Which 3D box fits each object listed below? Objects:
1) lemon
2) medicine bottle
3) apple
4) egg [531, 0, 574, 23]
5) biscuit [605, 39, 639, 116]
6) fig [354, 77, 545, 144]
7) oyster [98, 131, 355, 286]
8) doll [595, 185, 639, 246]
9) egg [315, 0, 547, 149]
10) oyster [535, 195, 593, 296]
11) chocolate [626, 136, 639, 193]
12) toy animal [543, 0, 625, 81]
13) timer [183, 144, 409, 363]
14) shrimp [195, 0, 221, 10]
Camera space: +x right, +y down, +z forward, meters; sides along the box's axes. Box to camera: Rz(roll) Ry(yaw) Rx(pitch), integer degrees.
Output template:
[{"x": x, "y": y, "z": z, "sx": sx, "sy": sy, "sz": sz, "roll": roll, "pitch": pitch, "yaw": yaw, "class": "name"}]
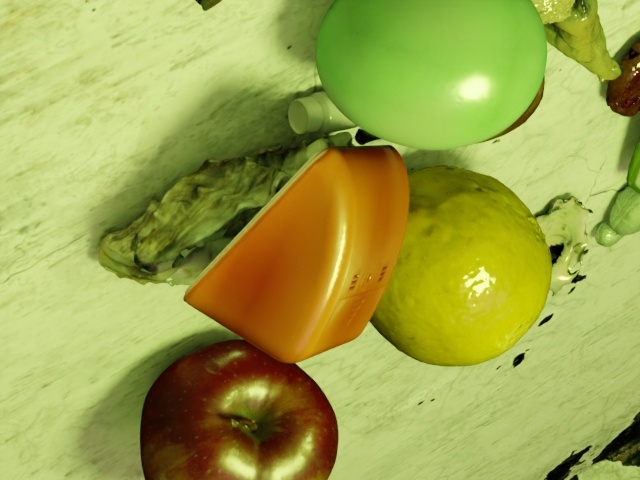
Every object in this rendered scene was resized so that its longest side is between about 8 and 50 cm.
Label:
[{"x": 0.183, "y": 0.035, "z": 2.084, "sx": 0.297, "sy": 0.297, "sz": 0.297, "roll": -27, "pitch": 151, "yaw": -16, "class": "lemon"}, {"x": 0.007, "y": -0.158, "z": 1.822, "sx": 0.089, "sy": 0.052, "sz": 0.052, "roll": -14, "pitch": 145, "yaw": -36, "class": "medicine bottle"}, {"x": -0.122, "y": 0.292, "z": 2.149, "sx": 0.288, "sy": 0.288, "sz": 0.317, "roll": -23, "pitch": 162, "yaw": -23, "class": "apple"}, {"x": 0.259, "y": -0.319, "z": 1.790, "sx": 0.140, "sy": 0.116, "sz": 0.118, "roll": -25, "pitch": 128, "yaw": -13, "class": "egg"}, {"x": 0.504, "y": -0.263, "z": 2.221, "sx": 0.192, "sy": 0.049, "sz": 0.192, "roll": -34, "pitch": 157, "yaw": -16, "class": "biscuit"}, {"x": 0.167, "y": -0.181, "z": 1.866, "sx": 0.274, "sy": 0.146, "sz": 0.170, "roll": -30, "pitch": 160, "yaw": -10, "class": "fig"}, {"x": -0.108, "y": -0.039, "z": 1.816, "sx": 0.351, "sy": 0.115, "sz": 0.238, "roll": -26, "pitch": 168, "yaw": -2, "class": "oyster"}, {"x": 0.554, "y": -0.061, "z": 2.560, "sx": 0.103, "sy": 0.071, "sz": 0.214, "roll": -10, "pitch": 147, "yaw": -37, "class": "doll"}, {"x": 0.127, "y": -0.213, "z": 1.689, "sx": 0.269, "sy": 0.220, "sz": 0.220, "roll": -8, "pitch": 144, "yaw": -16, "class": "egg"}, {"x": 0.392, "y": 0.006, "z": 2.500, "sx": 0.132, "sy": 0.072, "sz": 0.209, "roll": -23, "pitch": 131, "yaw": -10, "class": "oyster"}, {"x": 0.650, "y": -0.199, "z": 2.341, "sx": 0.288, "sy": 0.137, "sz": 0.301, "roll": -35, "pitch": 159, "yaw": -16, "class": "chocolate"}, {"x": 0.341, "y": -0.283, "z": 1.950, "sx": 0.103, "sy": 0.101, "sz": 0.219, "roll": -38, "pitch": 152, "yaw": 1, "class": "toy animal"}, {"x": 0.000, "y": 0.000, "z": 1.759, "sx": 0.250, "sy": 0.161, "sz": 0.257, "roll": -61, "pitch": 164, "yaw": 14, "class": "timer"}, {"x": -0.027, "y": -0.320, "z": 1.544, "sx": 0.253, "sy": 0.058, "sz": 0.173, "roll": -40, "pitch": 161, "yaw": 5, "class": "shrimp"}]
